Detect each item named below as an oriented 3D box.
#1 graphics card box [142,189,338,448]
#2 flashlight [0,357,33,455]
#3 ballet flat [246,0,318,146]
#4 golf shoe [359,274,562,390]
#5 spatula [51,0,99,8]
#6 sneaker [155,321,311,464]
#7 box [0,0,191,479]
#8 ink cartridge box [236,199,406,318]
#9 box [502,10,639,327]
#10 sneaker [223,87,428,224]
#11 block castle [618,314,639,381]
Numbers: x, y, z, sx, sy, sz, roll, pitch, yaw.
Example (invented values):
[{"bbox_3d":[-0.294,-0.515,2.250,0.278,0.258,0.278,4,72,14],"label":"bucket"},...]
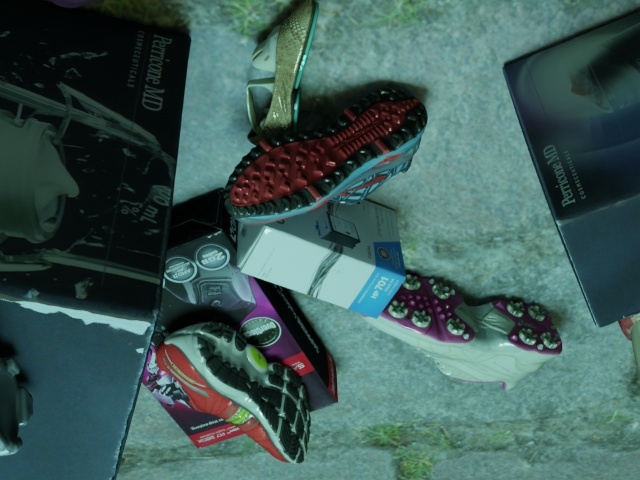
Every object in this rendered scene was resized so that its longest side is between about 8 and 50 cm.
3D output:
[{"bbox_3d":[-0.151,0.122,1.374,0.233,0.094,0.370,-19,128,13],"label":"graphics card box"},{"bbox_3d":[-0.382,0.135,0.741,0.304,0.103,0.103,-6,125,2],"label":"flashlight"},{"bbox_3d":[-0.049,-0.183,1.139,0.067,0.073,0.206,11,127,-2],"label":"ballet flat"},{"bbox_3d":[0.181,0.140,1.399,0.306,0.115,0.140,16,131,-15],"label":"golf shoe"},{"bbox_3d":[-0.150,-0.302,1.056,0.297,0.030,0.084,-7,130,2],"label":"spatula"},{"bbox_3d":[-0.112,0.204,1.340,0.118,0.107,0.279,-15,129,33],"label":"sneaker"},{"bbox_3d":[-0.396,-0.027,0.980,0.472,0.479,0.297,12,128,-14],"label":"box"},{"bbox_3d":[0.000,0.000,1.247,0.191,0.139,0.082,21,125,-19],"label":"ink cartridge box"},{"bbox_3d":[0.381,-0.104,1.080,0.294,0.296,0.182,-22,128,14],"label":"box"},{"bbox_3d":[0.013,-0.070,1.172,0.262,0.104,0.125,-25,149,-15],"label":"sneaker"},{"bbox_3d":[0.661,0.146,1.372,0.453,0.212,0.303,31,129,-21],"label":"block castle"}]
